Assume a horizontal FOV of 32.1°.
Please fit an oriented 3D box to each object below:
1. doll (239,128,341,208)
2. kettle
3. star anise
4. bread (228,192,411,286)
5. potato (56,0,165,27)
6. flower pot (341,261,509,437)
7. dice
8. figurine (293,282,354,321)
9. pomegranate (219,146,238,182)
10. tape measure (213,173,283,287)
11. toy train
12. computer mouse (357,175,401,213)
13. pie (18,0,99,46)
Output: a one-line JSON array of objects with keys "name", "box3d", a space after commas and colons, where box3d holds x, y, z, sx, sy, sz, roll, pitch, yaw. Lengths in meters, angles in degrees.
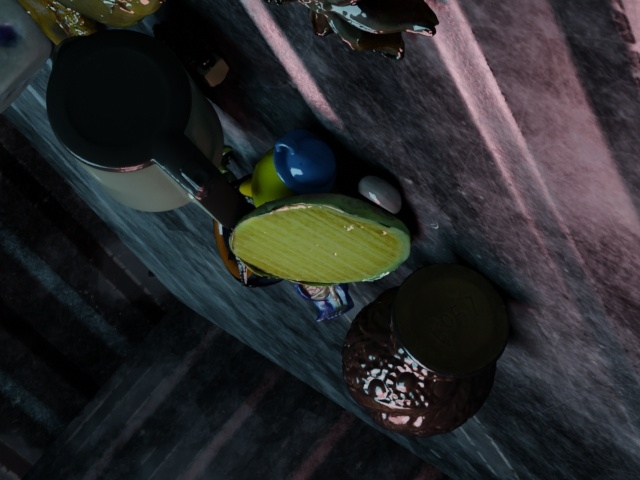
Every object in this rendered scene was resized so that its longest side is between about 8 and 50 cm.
[{"name": "doll", "box3d": [-0.047, -0.079, 1.866, 0.200, 0.145, 0.363, 11, 157, 8]}, {"name": "kettle", "box3d": [-0.265, -0.155, 1.837, 0.361, 0.250, 0.376, 47, 176, 5]}, {"name": "star anise", "box3d": [0.002, -0.287, 1.206, 0.288, 0.088, 0.288, 25, 171, 4]}, {"name": "bread", "box3d": [-0.002, 0.003, 1.822, 0.302, 0.045, 0.301, 2, 152, 1]}, {"name": "potato", "box3d": [-0.335, -0.402, 1.646, 0.296, 0.141, 0.191, 23, 161, 44]}, {"name": "flower pot", "box3d": [0.183, 0.173, 1.851, 0.267, 0.266, 0.267, 38, 156, 8]}, {"name": "dice", "box3d": [-0.778, -0.426, 2.478, 0.265, 0.262, 0.268, 43, 164, -8]}, {"name": "figurine", "box3d": [-0.016, 0.040, 2.249, 0.164, 0.121, 0.262, 1, 121, 52]}, {"name": "pomegranate", "box3d": [-0.270, -0.149, 2.243, 0.220, 0.156, 0.156, 31, 164, 20]}, {"name": "tape measure", "box3d": [-0.125, -0.021, 2.130, 0.202, 0.135, 0.222, -11, 90, 60]}, {"name": "toy train", "box3d": [-0.214, -0.306, 1.804, 0.138, 0.050, 0.087, 36, 172, 26]}, {"name": "computer mouse", "box3d": [0.096, -0.074, 1.729, 0.066, 0.039, 0.096, 33, -177, 29]}, {"name": "pie", "box3d": [-0.516, -0.447, 2.123, 0.273, 0.069, 0.273, 37, 167, 10]}]
